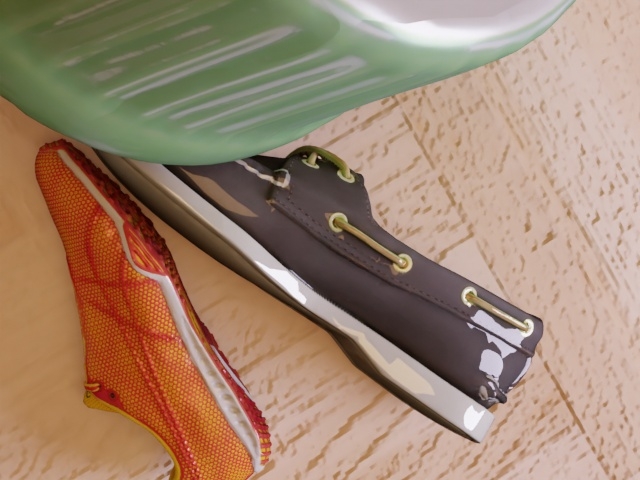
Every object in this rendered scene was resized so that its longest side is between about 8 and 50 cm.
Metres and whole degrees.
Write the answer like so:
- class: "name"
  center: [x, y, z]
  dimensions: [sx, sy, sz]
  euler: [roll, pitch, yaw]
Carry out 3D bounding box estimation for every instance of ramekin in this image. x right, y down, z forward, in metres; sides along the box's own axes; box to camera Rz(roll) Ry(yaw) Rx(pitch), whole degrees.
- class: "ramekin"
  center: [-0.017, -0.186, 0.556]
  dimensions: [0.303, 0.148, 0.303]
  euler: [6, 81, -43]

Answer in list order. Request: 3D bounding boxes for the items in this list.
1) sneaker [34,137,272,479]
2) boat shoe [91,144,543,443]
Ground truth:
- class: "sneaker"
  center: [-0.086, 0.038, 0.666]
  dimensions: [0.067, 0.064, 0.175]
  euler: [-27, 93, 2]
- class: "boat shoe"
  center: [0.000, 0.000, 0.673]
  dimensions: [0.228, 0.081, 0.068]
  euler: [38, 82, -16]
